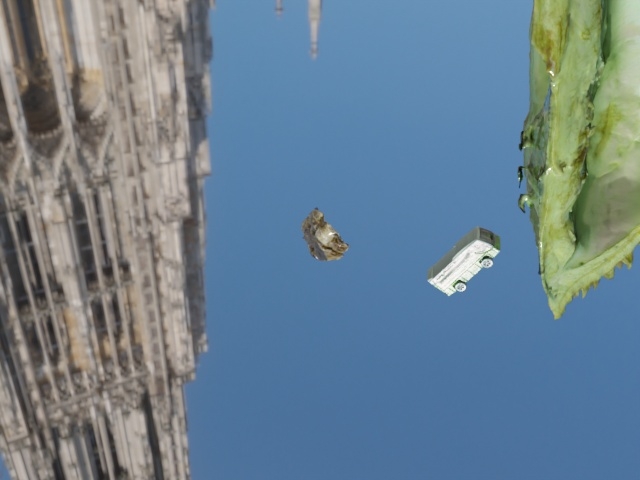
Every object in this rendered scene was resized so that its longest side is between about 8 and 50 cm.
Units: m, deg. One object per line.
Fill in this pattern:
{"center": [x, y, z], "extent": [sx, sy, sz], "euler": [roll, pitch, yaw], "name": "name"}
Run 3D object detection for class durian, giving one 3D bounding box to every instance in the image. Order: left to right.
{"center": [0.196, -0.137, 0.757], "extent": [0.198, 0.394, 0.163], "euler": [-28, -145, -29], "name": "durian"}

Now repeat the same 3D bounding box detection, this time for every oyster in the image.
{"center": [0.002, 0.002, 0.987], "extent": [0.051, 0.093, 0.034], "euler": [37, -107, 23], "name": "oyster"}

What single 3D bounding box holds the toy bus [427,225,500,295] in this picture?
{"center": [0.151, 0.021, 0.981], "extent": [0.037, 0.083, 0.031], "euler": [33, -145, -14], "name": "toy bus"}
